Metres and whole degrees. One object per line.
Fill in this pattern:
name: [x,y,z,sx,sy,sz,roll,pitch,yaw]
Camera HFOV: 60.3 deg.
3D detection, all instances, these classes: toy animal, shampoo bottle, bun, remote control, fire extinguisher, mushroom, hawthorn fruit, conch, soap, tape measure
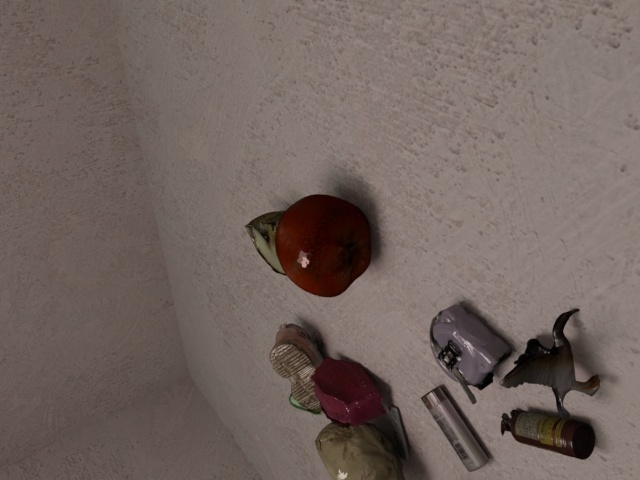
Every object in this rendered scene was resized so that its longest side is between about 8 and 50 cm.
toy animal: [0.471,0.236,1.086,0.160,0.197,0.272,42,-170,11]
shampoo bottle: [0.364,0.512,1.503,0.228,0.055,0.086,56,151,19]
bun: [0.145,0.721,1.795,0.360,0.210,0.360,52,177,4]
remote control: [0.258,0.623,1.794,0.050,0.027,0.184,1,106,62]
fire extinguisher: [0.483,0.438,1.231,0.252,0.075,0.107,-14,98,60]
mushroom: [-0.107,-0.005,1.819,0.267,0.164,0.190,2,116,55]
hawthorn fruit: [0.000,0.000,1.539,0.299,0.275,0.276,41,142,36]
conch: [-0.063,0.671,2.319,0.170,0.079,0.106,15,130,37]
soap: [0.076,0.500,1.847,0.289,0.182,0.112,-139,34,-64]
tape measure: [0.342,0.265,1.317,0.196,0.105,0.179,41,142,37]

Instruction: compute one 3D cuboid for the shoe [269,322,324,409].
shoe: [-0.048,0.463,2.071,0.351,0.171,0.198,59,-167,-24]
